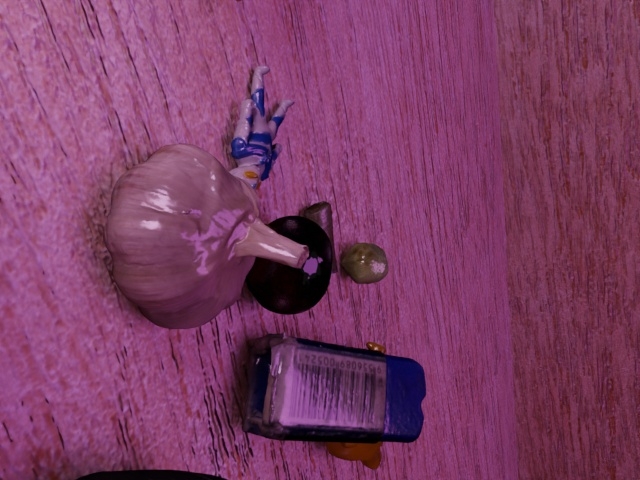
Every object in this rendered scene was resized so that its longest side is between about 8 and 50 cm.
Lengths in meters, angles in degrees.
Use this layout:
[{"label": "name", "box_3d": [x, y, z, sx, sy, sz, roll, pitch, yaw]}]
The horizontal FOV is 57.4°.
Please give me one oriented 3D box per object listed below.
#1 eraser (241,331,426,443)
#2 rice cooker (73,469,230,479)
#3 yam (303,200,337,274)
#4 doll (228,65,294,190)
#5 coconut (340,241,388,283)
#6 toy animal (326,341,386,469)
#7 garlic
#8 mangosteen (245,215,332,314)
[{"label": "eraser", "box_3d": [0.030, 0.246, 0.955, 0.332, 0.101, 0.155, 17, 72, -37]}, {"label": "rice cooker", "box_3d": [-0.174, 0.362, 0.580, 0.224, 0.267, 0.267, 25, 71, -57]}, {"label": "yam", "box_3d": [0.000, 0.000, 1.033, 0.054, 0.054, 0.132, -33, 121, -54]}, {"label": "doll", "box_3d": [-0.091, -0.138, 0.860, 0.114, 0.057, 0.227, 54, 46, -53]}, {"label": "coconut", "box_3d": [0.087, 0.046, 1.162, 0.088, 0.096, 0.088, -179, -90, -80]}, {"label": "toy animal", "box_3d": [0.088, 0.313, 1.136, 0.156, 0.156, 0.230, 61, 40, -43]}, {"label": "garlic", "box_3d": [-0.118, -0.003, 0.674, 0.218, 0.212, 0.219, 5, 90, -66]}, {"label": "mangosteen", "box_3d": [-0.055, 0.035, 0.869, 0.152, 0.152, 0.153, -10, 102, -59]}]
